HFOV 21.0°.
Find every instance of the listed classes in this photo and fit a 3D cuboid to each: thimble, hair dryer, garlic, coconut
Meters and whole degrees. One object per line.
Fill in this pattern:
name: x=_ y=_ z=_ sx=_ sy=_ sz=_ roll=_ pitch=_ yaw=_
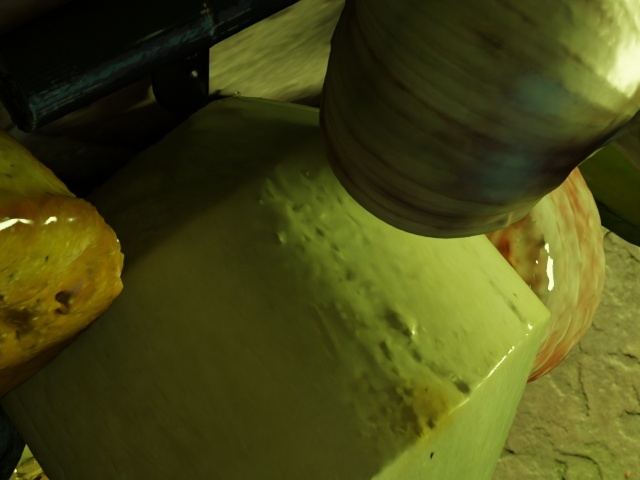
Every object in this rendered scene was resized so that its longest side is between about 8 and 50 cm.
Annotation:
thimble: x=0.070 y=0.009 z=1.198 sx=0.239 sy=0.239 sz=0.162 roll=-38 pitch=167 yaw=27
hair dryer: x=-0.085 y=-0.082 z=0.841 sx=0.173 sy=0.050 sz=0.195 roll=-27 pitch=171 yaw=-21
garlic: x=0.128 y=-0.085 z=0.834 sx=0.245 sy=0.253 sz=0.245 roll=-49 pitch=166 yaw=-17
coconut: x=-0.022 y=0.082 z=1.000 sx=0.323 sy=0.323 sz=0.323 roll=-32 pitch=169 yaw=-7

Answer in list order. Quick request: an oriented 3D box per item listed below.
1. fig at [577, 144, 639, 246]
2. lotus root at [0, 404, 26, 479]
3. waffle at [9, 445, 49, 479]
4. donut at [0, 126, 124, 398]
fig: x=0.263 y=-0.075 z=1.371 sx=0.314 sy=0.233 sz=0.233 roll=-31 pitch=171 yaw=-41
lotus root: x=-0.271 y=0.139 z=1.036 sx=0.322 sy=0.140 sz=0.158 roll=-28 pitch=168 yaw=-36
waffle: x=-0.244 y=0.179 z=1.421 sx=0.213 sy=0.091 sz=0.308 roll=-25 pitch=167 yaw=-37
donut: x=-0.236 y=0.038 z=0.765 sx=0.303 sy=0.110 sz=0.303 roll=-31 pitch=167 yaw=-8
